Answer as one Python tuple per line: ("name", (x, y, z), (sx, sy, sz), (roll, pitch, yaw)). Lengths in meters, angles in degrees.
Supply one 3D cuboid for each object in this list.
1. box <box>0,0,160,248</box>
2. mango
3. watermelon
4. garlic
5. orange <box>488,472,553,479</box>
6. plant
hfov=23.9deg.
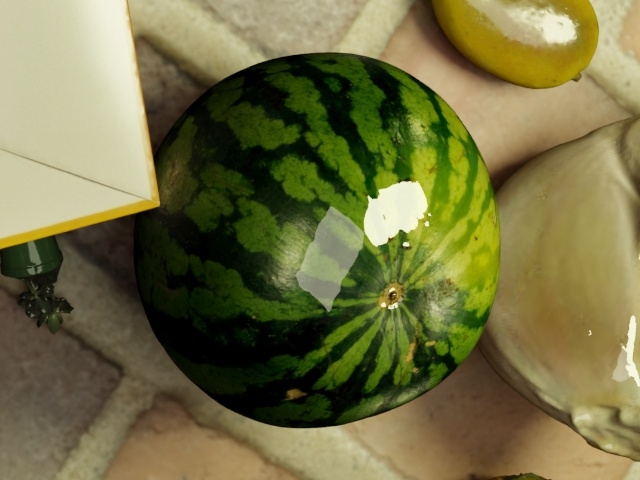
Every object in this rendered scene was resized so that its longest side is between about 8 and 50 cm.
("box", (-0.283, -0.142, 1.039), (0.259, 0.214, 0.283), (-16, 110, -27))
("mango", (0.163, -0.192, 1.299), (0.161, 0.076, 0.103), (24, 93, -19))
("watermelon", (0.000, 0.000, 1.151), (0.285, 0.285, 0.285), (-3, 98, -21))
("garlic", (0.263, -0.011, 1.282), (0.231, 0.246, 0.340), (24, 99, -9))
("orange", (0.163, 0.290, 1.346), (0.170, 0.112, 0.160), (-24, 95, -41))
("plant", (-0.225, 0.029, 1.191), (0.051, 0.051, 0.102), (-17, 109, -19))
